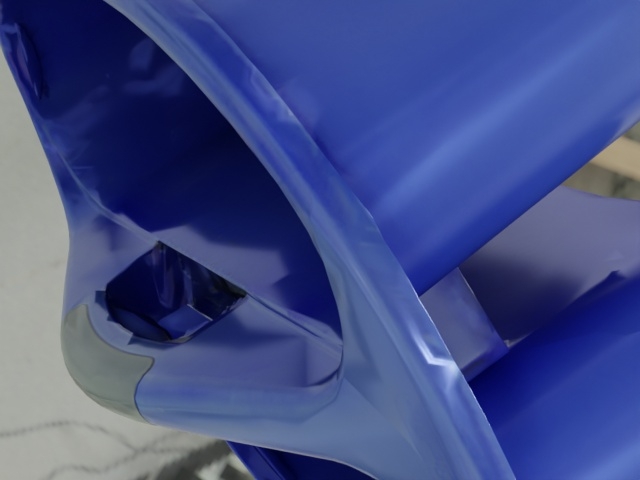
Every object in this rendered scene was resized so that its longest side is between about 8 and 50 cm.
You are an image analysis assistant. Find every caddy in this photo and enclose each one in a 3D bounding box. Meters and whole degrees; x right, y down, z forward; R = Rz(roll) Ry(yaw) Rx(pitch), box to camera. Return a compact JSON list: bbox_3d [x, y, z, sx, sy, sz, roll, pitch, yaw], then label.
[{"bbox_3d":[0.000,0.000,0.546,0.179,0.341,0.241,-31,109,-14],"label":"caddy"}]
